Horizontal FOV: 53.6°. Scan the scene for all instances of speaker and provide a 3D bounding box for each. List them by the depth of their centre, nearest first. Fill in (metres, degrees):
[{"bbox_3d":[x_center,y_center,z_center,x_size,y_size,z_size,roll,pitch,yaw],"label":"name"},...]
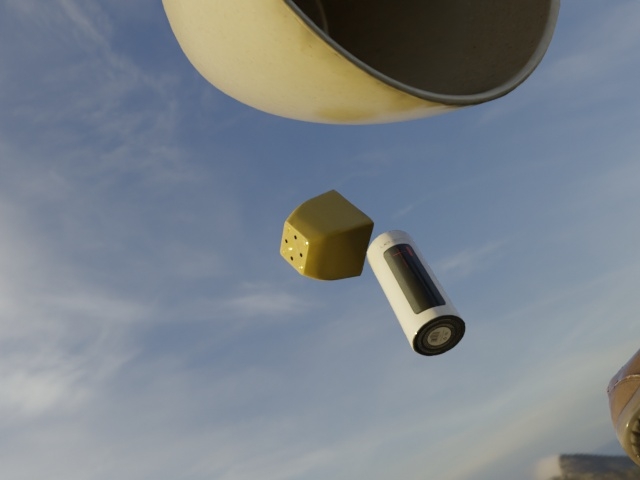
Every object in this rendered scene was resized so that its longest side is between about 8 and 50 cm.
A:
[{"bbox_3d":[0.093,0.049,0.638,0.055,0.136,0.055,-9,-51,-11],"label":"speaker"}]

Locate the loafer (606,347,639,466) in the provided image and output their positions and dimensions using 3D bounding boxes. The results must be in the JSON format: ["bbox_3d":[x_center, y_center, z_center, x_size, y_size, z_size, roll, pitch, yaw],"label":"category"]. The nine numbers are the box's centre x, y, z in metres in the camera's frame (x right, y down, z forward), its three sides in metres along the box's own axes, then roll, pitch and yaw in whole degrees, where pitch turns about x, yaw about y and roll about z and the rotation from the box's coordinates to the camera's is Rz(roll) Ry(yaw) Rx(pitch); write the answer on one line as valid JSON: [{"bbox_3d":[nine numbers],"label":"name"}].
[{"bbox_3d":[0.437,0.080,0.679,0.366,0.134,0.130,-44,9,4],"label":"loafer"}]

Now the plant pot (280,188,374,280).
[{"bbox_3d":[0.000,0.000,0.750,0.083,0.081,0.082,-17,-47,-34],"label":"plant pot"}]

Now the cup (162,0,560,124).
[{"bbox_3d":[-0.004,-0.230,0.522,0.330,0.331,0.237,-6,-7,-36],"label":"cup"}]
